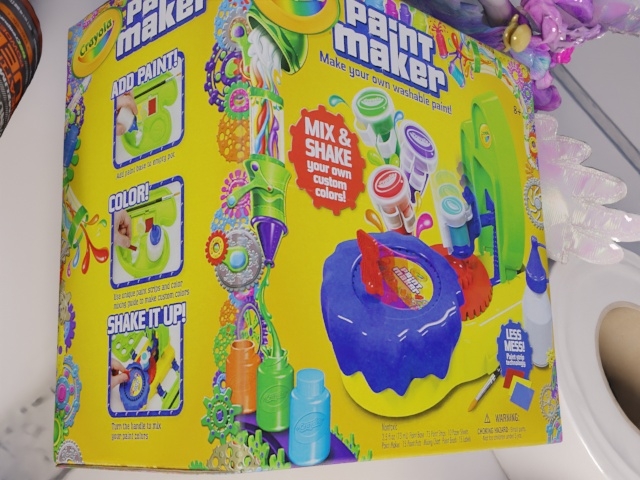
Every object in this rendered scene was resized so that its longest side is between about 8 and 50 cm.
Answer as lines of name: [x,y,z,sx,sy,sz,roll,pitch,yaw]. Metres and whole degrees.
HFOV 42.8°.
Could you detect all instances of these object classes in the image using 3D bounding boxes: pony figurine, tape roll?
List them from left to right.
pony figurine: [0.168,-0.184,0.777,0.363,0.303,0.351,24,7,-35]
tape roll: [0.284,0.146,0.798,0.286,0.100,0.286,19,53,-28]

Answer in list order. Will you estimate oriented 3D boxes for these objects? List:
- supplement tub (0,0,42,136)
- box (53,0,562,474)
supplement tub: [-0.242,-0.090,0.497,0.106,0.106,0.198,28,33,-22]
box: [0.000,0.000,0.541,0.290,0.177,0.279,9,74,-45]
